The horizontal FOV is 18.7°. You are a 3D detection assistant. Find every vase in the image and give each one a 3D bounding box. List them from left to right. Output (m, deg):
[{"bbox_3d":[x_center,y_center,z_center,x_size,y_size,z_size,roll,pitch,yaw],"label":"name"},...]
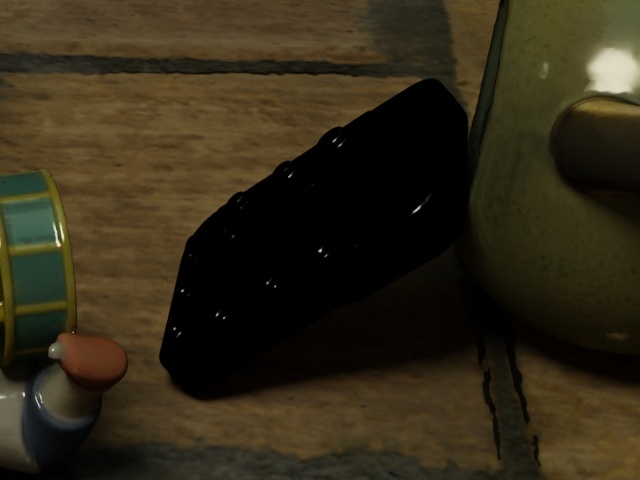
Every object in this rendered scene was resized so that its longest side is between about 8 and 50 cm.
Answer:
[{"bbox_3d":[0.232,-0.040,1.022,0.302,0.241,0.329,12,7,1],"label":"vase"}]

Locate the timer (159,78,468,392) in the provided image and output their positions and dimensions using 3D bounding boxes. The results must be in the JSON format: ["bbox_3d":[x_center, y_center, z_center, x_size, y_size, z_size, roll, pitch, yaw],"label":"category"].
[{"bbox_3d":[0.000,0.000,1.061,0.187,0.055,0.144,-32,26,23],"label":"timer"}]

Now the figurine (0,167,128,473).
[{"bbox_3d":[-0.239,0.055,0.935,0.275,0.158,0.161,-11,26,-21],"label":"figurine"}]
